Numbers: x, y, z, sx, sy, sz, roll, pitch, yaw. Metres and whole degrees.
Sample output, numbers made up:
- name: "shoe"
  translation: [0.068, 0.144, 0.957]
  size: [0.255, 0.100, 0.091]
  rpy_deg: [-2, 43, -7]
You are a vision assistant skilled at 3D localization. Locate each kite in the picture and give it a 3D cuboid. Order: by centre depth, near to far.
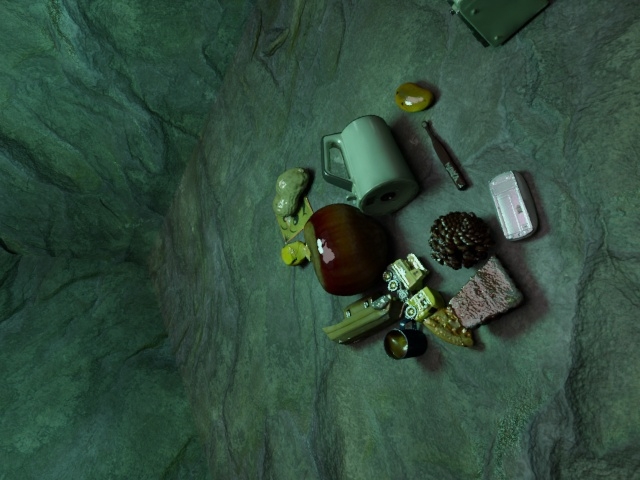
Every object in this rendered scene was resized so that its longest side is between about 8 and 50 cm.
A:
- name: "kite"
  translation: [-0.159, -0.141, 2.337]
  size: [0.377, 0.013, 0.328]
  rpy_deg: [21, 100, 45]

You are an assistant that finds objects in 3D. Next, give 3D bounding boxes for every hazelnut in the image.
- name: "hazelnut"
  translation: [0.106, 0.038, 1.800]
  size: [0.359, 0.359, 0.410]
  rpy_deg: [-30, 60, 41]

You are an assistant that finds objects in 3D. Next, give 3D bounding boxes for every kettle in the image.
- name: "kettle"
  translation: [0.181, -0.314, 1.766]
  size: [0.250, 0.361, 0.377]
  rpy_deg: [87, 169, -62]

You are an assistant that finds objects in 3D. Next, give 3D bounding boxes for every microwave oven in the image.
- name: "microwave oven"
  translation: [0.544, -0.935, 1.456]
  size: [0.247, 0.333, 0.394]
  rpy_deg: [-35, 58, 34]

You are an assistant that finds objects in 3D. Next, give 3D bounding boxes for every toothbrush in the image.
- name: "toothbrush"
  translation: [0.482, -0.344, 1.649]
  size: [0.041, 0.040, 0.364]
  rpy_deg: [-43, 54, 35]

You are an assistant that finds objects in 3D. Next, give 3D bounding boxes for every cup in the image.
- name: "cup"
  translation: [0.340, 0.386, 1.612]
  size: [0.113, 0.138, 0.150]
  rpy_deg: [44, 116, 42]

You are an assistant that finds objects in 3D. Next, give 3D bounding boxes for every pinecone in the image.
- name: "pinecone"
  translation: [0.486, 0.005, 1.478]
  size: [0.221, 0.221, 0.222]
  rpy_deg: [-10, 77, 46]

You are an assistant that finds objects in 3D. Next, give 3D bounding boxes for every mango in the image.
- name: "mango"
  translation: [0.389, -0.599, 1.758]
  size: [0.178, 0.090, 0.115]
  rpy_deg: [42, 107, 34]

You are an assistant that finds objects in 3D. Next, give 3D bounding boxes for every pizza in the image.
- name: "pizza"
  translation: [0.485, 0.296, 1.495]
  size: [0.182, 0.062, 0.161]
  rpy_deg: [39, 78, 21]

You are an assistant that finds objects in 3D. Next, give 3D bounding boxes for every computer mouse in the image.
- name: "computer mouse"
  translation: [0.650, -0.118, 1.413]
  size: [0.126, 0.056, 0.245]
  rpy_deg: [-28, 64, 41]

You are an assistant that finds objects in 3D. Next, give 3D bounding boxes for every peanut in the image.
- name: "peanut"
  translation: [-0.175, -0.267, 2.249]
  size: [0.291, 0.159, 0.143]
  rpy_deg: [-64, 24, 19]

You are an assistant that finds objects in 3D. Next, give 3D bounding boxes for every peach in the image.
- name: "peach"
  translation: [-0.139, 0.074, 2.206]
  size: [0.151, 0.118, 0.151]
  rpy_deg: [-3, 69, 9]

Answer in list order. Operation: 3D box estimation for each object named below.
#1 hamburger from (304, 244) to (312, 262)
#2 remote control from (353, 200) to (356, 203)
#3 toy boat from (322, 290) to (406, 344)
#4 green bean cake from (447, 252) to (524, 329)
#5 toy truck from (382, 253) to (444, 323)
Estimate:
- name: "hamburger"
  translation: [0.000, 0.000, 2.074]
  size: [0.131, 0.124, 0.262]
  rpy_deg: [24, 98, 66]
- name: "remote control"
  translation: [0.170, -0.267, 1.986]
  size: [0.050, 0.027, 0.184]
  rpy_deg: [-12, 76, 47]
- name: "toy boat"
  translation: [0.175, 0.332, 1.812]
  size: [0.445, 0.135, 0.162]
  rpy_deg: [-38, 53, 39]
- name: "green bean cake"
  translation: [0.549, 0.181, 1.415]
  size: [0.232, 0.097, 0.199]
  rpy_deg: [-37, 61, 18]
- name: "toy truck"
  translation: [0.371, 0.181, 1.628]
  size: [0.157, 0.124, 0.272]
  rpy_deg: [-46, 49, 22]
